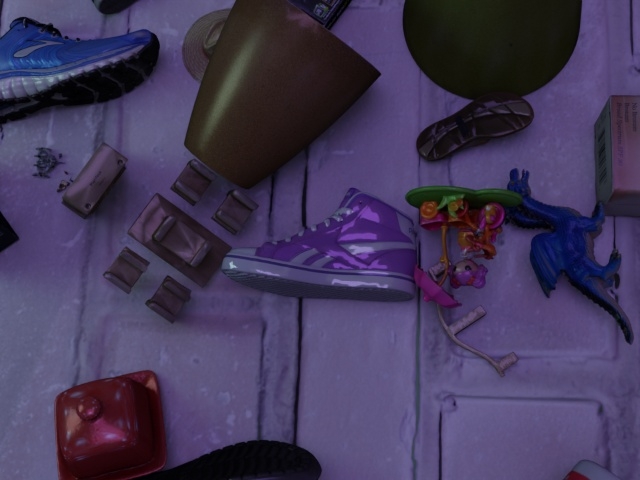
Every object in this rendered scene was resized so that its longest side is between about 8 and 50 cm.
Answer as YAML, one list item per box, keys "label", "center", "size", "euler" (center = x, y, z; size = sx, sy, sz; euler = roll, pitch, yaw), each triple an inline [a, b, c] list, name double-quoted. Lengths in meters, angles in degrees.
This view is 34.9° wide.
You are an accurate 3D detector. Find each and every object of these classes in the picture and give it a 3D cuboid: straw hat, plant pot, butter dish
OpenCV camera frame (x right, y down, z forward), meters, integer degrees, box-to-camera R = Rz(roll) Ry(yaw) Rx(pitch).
- label: "straw hat"
  center: [-0.151, -0.312, 1.581]
  size: [0.144, 0.061, 0.144]
  euler: [-1, 78, 3]
- label: "plant pot"
  center: [0.254, -0.376, 1.446]
  size: [0.275, 0.293, 0.274]
  euler: [-1, 78, 4]
- label: "plant pot"
  center: [-0.079, -0.209, 1.488]
  size: [0.237, 0.237, 0.254]
  euler: [37, 97, 11]
- label: "butter dish"
  center: [-0.309, 0.252, 1.426]
  size: [0.160, 0.118, 0.160]
  euler: [-14, 60, 1]

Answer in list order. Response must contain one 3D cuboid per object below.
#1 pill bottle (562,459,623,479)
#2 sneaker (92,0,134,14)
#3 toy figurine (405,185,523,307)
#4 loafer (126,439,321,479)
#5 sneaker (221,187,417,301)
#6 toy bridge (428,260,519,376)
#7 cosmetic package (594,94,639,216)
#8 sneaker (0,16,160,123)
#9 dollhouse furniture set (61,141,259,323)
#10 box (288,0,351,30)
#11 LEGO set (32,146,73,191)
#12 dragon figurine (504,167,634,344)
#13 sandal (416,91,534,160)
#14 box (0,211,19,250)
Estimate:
- label: "pill bottle"
  center: [0.308, 0.457, 1.317]
  size: [0.176, 0.176, 0.318]
  euler: [42, 83, 11]
- label: "sneaker"
  center: [-0.285, -0.466, 1.613]
  size: [0.222, 0.083, 0.118]
  euler: [-31, 77, -2]
- label: "toy figurine"
  center: [0.196, 0.016, 1.425]
  size: [0.173, 0.130, 0.159]
  euler: [-3, 74, 33]
- label: "loafer"
  center: [-0.166, 0.377, 1.411]
  size: [0.366, 0.134, 0.130]
  euler: [-15, 100, 11]
- label: "sneaker"
  center: [0.000, 0.000, 1.488]
  size: [0.282, 0.102, 0.161]
  euler: [5, 74, -6]
- label: "toy bridge"
  center: [0.211, 0.118, 1.476]
  size: [0.063, 0.026, 0.188]
  euler: [-33, 77, -3]
- label: "cosmetic package"
  center: [0.551, -0.117, 1.451]
  size: [0.296, 0.129, 0.153]
  euler: [0, 76, 4]
- label: "sneaker"
  center: [-0.412, -0.285, 1.560]
  size: [0.330, 0.130, 0.147]
  euler: [-11, 79, 2]
- label: "dollhouse furniture set"
  center: [-0.254, -0.030, 1.511]
  size: [0.242, 0.161, 0.212]
  euler: [37, 82, -11]
- label: "box"
  center: [-0.015, -0.448, 1.609]
  size: [0.184, 0.045, 0.190]
  euler: [35, 82, 8]
- label: "LEGO set"
  center: [-0.418, -0.115, 1.575]
  size: [0.083, 0.023, 0.054]
  euler: [32, 82, 10]
- label: "dragon figurine"
  center: [0.346, 0.029, 1.454]
  size: [0.144, 0.085, 0.289]
  euler: [-14, 72, 3]
- label: "sandal"
  center: [0.232, -0.168, 1.531]
  size: [0.180, 0.049, 0.072]
  euler: [-23, 71, 14]
- label: "box"
  center: [-0.547, -0.053, 1.502]
  size: [0.093, 0.158, 0.156]
  euler: [-37, 77, -5]
